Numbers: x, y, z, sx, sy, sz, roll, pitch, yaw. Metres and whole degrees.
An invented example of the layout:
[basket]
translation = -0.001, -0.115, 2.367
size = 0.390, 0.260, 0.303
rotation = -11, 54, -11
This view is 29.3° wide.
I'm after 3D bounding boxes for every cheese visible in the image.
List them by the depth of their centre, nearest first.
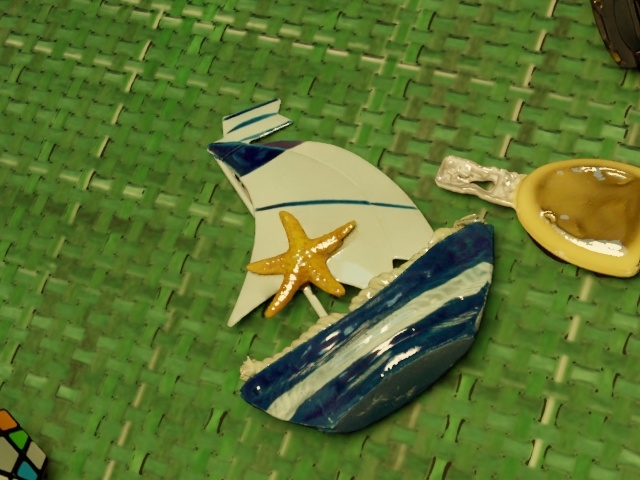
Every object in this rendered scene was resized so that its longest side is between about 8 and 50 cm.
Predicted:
[cheese]
translation = 0.163, -0.030, 0.890
size = 0.162, 0.036, 0.086
rotation = 18, 74, 21

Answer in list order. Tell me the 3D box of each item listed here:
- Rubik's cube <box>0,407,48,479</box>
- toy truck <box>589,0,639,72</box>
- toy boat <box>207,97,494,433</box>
[Rubik's cube]
translation = -0.261, 0.180, 0.885
size = 0.112, 0.133, 0.133
rotation = 17, 73, -4
[toy truck]
translation = 0.293, -0.223, 0.885
size = 0.224, 0.147, 0.165
rotation = -24, 41, 9
[toy boat]
translation = 0.000, 0.000, 0.927
size = 0.220, 0.067, 0.291
rotation = -34, 53, 0
